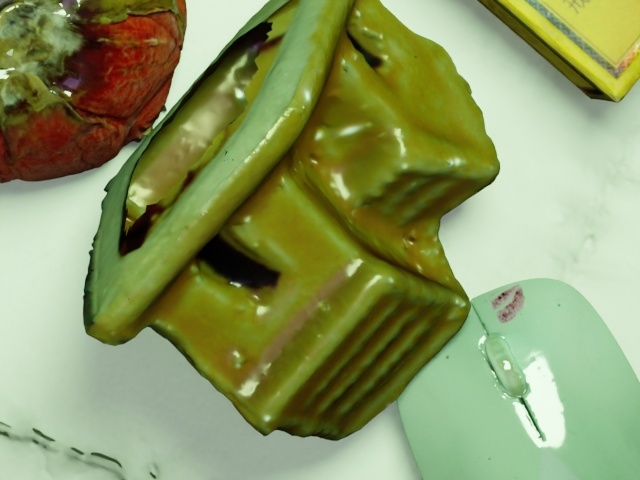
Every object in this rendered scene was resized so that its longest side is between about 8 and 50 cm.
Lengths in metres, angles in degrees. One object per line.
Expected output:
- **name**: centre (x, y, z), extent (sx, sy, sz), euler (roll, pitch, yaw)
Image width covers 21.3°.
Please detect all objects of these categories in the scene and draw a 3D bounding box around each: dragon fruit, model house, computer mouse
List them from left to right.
- **dragon fruit**: centre (-0.190, -0.134, 1.037), extent (0.218, 0.148, 0.223), euler (2, 97, -6)
- **model house**: centre (0.008, -0.006, 1.053), extent (0.239, 0.173, 0.268), euler (42, 91, -24)
- **computer mouse**: centre (0.161, 0.172, 1.126), extent (0.159, 0.097, 0.288), euler (-24, 98, 1)

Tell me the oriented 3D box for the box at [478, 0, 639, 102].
- **box**: centre (0.131, -0.256, 1.080), extent (0.301, 0.084, 0.193), euler (39, 92, -7)
